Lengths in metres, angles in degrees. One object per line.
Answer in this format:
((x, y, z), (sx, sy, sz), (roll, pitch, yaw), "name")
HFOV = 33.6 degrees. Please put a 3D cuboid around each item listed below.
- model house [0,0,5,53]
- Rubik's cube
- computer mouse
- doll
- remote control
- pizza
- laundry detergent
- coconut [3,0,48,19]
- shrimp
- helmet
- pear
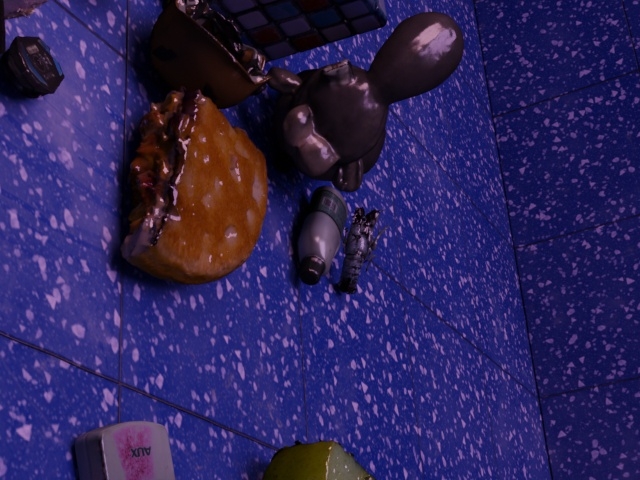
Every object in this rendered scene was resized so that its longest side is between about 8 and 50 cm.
((-0.440, -0.260, 1.017), (0.243, 0.211, 0.204), (55, -32, 30), "model house")
((-0.076, -0.506, 1.791), (0.287, 0.293, 0.292), (41, 38, -61), "Rubik's cube")
((-0.357, -0.211, 1.302), (0.079, 0.047, 0.135), (60, 15, -14), "computer mouse")
((0.083, -0.234, 1.895), (0.382, 0.379, 0.252), (-101, 172, -83), "doll")
((-0.207, 0.384, 1.237), (0.145, 0.050, 0.344), (12, 65, -64), "remote control")
((-0.180, -0.075, 1.523), (0.277, 0.114, 0.409), (67, 23, -18), "pizza")
((0.000, 0.000, 1.927), (0.225, 0.070, 0.099), (-76, 159, -51), "laundry detergent")
((-0.355, -0.346, 1.220), (0.171, 0.183, 0.171), (38, 43, -48), "coconut")
((0.077, 0.020, 1.999), (0.076, 0.082, 0.174), (-109, -147, -86), "shrimp")
((-0.180, -0.273, 1.604), (0.198, 0.130, 0.224), (41, 15, -12), "helmet")
((0.011, 0.455, 1.546), (0.292, 0.159, 0.292), (41, 40, -46), "pear")
